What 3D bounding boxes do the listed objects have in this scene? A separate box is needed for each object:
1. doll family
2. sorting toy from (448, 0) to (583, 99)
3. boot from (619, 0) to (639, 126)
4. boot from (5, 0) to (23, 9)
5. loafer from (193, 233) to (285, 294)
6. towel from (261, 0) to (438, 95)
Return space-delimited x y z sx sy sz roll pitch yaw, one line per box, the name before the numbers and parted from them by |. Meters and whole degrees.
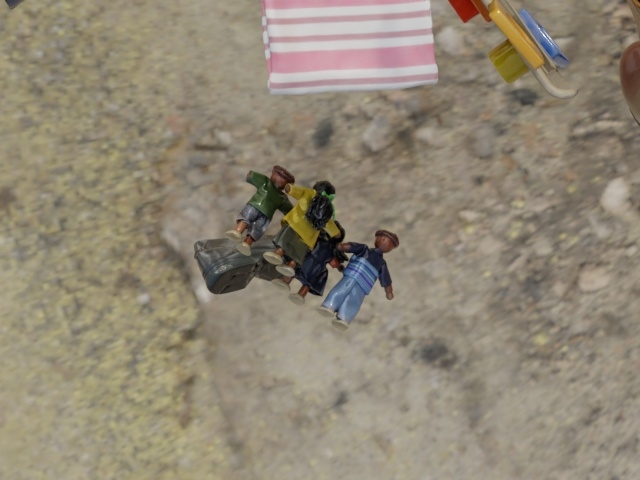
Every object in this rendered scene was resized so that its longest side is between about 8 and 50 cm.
doll family | 0.000 0.000 1.489 0.076 0.111 0.193 6 146 48
sorting toy | 0.169 -0.204 1.434 0.047 0.348 0.196 -39 89 14
boot | 0.339 -0.180 1.531 0.096 0.280 0.264 -26 49 15
boot | -0.349 -0.333 1.715 0.106 0.219 0.082 -37 69 1
loafer | -0.064 0.011 1.701 0.061 0.170 0.062 57 136 28
towel | 0.020 -0.219 1.234 0.144 0.029 0.197 -5 97 -3
